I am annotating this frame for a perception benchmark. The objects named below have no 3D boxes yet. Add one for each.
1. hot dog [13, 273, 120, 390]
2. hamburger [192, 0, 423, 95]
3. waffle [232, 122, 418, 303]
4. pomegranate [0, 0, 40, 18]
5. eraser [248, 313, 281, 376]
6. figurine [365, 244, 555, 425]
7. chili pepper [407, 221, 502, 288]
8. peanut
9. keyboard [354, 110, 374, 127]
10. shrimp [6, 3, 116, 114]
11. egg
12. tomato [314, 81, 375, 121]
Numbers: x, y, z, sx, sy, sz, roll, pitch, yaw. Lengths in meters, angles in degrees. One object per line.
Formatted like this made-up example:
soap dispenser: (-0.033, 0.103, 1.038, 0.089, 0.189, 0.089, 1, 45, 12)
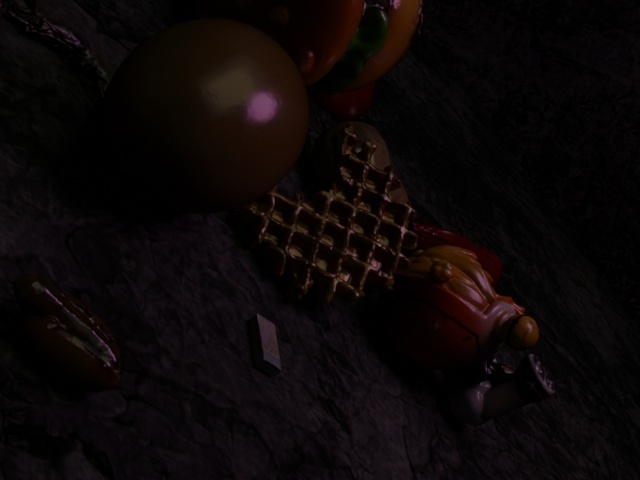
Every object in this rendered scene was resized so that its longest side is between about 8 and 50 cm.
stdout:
hot dog: (-0.246, 0.089, 0.992, 0.140, 0.060, 0.090, 45, 18, -9)
hamburger: (-0.048, -0.443, 1.792, 0.278, 0.396, 0.395, -7, 62, -52)
waffle: (0.018, -0.028, 1.546, 0.293, 0.069, 0.259, -27, 81, -32)
pomegranate: (-0.414, -0.452, 1.275, 0.260, 0.261, 0.340, -8, 94, -66)
eraser: (-0.072, 0.137, 1.330, 0.038, 0.019, 0.083, 39, 25, -35)
figurine: (0.218, 0.144, 1.680, 0.323, 0.196, 0.320, 56, -23, -15)
chili pepper: (0.281, 0.040, 2.096, 0.388, 0.110, 0.110, 29, 32, -44)
peanut: (0.070, -0.101, 1.820, 0.152, 0.152, 0.313, 33, 31, -42)
keyboard: (0.097, -0.272, 2.321, 0.087, 0.017, 0.250, 32, 30, -44)
shrimp: (-0.332, -0.233, 1.359, 0.195, 0.035, 0.147, 30, 33, -48)
egg: (-0.149, -0.159, 1.315, 0.250, 0.250, 0.322, 53, 25, -1)
tomato: (0.045, -0.388, 2.227, 0.200, 0.140, 0.233, -7, 62, -58)
